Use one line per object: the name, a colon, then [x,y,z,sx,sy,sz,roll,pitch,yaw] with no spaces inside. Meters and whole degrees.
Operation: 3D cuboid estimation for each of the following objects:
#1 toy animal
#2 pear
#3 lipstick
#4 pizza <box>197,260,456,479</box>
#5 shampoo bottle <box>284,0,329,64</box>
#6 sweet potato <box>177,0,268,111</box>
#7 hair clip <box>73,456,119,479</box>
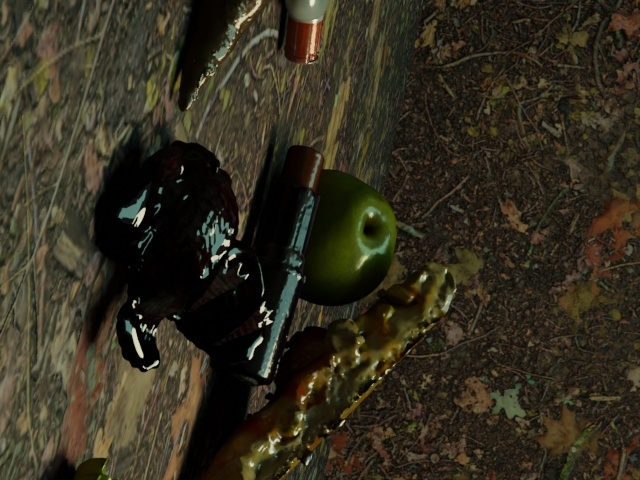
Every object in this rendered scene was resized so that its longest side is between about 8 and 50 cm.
toy animal: [-0.117,0.003,0.922,0.218,0.116,0.179,51,16,-46]
pear: [0.000,0.000,1.533,0.216,0.166,0.180,-16,-96,56]
lipstick: [-0.053,0.027,1.396,0.081,0.081,0.300,78,28,-74]
pizza: [-0.036,0.207,1.447,0.440,0.130,0.406,-49,172,32]
shampoo bottle: [-0.010,-0.304,1.287,0.108,0.051,0.221,-72,171,-56]
sweet potato: [-0.067,-0.208,0.961,0.068,0.068,0.226,69,34,-77]
hair clip: [-0.173,0.215,0.912,0.173,0.046,0.072,88,13,-69]
